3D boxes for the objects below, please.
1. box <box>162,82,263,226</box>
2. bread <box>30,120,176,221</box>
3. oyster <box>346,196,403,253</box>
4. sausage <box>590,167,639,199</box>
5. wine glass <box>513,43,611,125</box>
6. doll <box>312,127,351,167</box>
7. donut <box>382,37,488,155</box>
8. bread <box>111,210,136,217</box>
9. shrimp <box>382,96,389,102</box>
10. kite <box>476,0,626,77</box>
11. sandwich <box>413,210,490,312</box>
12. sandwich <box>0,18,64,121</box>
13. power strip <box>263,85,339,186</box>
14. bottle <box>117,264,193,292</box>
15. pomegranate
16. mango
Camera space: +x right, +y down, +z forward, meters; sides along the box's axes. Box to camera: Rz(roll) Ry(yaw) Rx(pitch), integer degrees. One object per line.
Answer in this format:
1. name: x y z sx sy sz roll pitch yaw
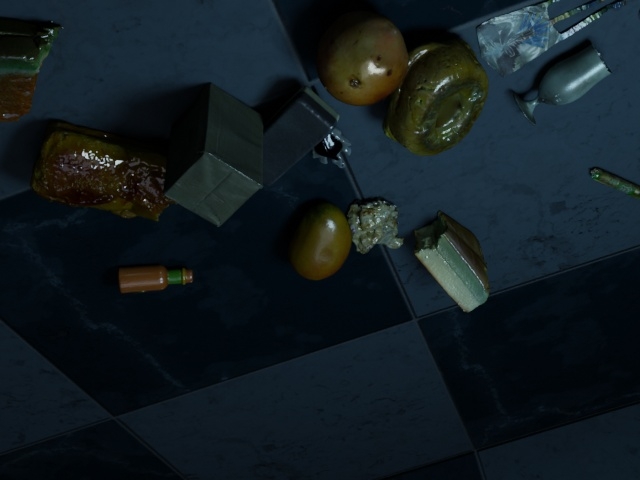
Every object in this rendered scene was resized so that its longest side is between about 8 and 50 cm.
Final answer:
1. box: -0.220 -0.179 1.830 0.155 0.231 0.149 30 126 -30
2. bread: -0.427 -0.132 1.924 0.380 0.109 0.185 12 122 -25
3. oyster: 0.148 -0.029 2.241 0.191 0.081 0.163 16 129 -35
4. sausage: 0.793 -0.141 2.306 0.269 0.032 0.033 18 132 -31
5. wine glass: 0.534 -0.344 1.951 0.202 0.093 0.093 -34 136 26
6. doll: 0.010 -0.229 1.972 0.096 0.070 0.195 -18 132 18
7. donut: 0.250 -0.302 1.875 0.209 0.128 0.261 -15 142 -24
8. bread: -0.448 -0.088 2.038 0.081 0.046 0.083 -28 137 14
9. shrimp: 0.174 -0.329 1.930 0.092 0.029 0.038 -34 146 31
10. kite: 0.477 -0.462 1.857 0.310 0.015 0.169 -29 137 20
11. sandwich: 0.334 0.051 2.270 0.108 0.220 0.186 -36 135 28
12. sandwich: -0.639 -0.314 1.670 0.292 0.109 0.212 2 138 -17
13. power strip: -0.078 -0.220 1.917 0.105 0.070 0.257 40 129 -15
14. bottle: -0.418 0.096 2.246 0.187 0.069 0.069 -3 140 -9
15. pomegranate: 0.078 -0.362 1.745 0.191 0.191 0.191 -7 140 -6
16. mango: 0.005 0.003 2.205 0.152 0.120 0.221 13 126 -20
